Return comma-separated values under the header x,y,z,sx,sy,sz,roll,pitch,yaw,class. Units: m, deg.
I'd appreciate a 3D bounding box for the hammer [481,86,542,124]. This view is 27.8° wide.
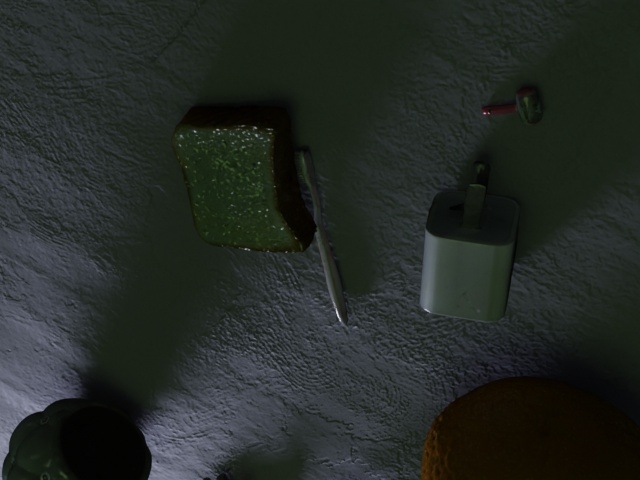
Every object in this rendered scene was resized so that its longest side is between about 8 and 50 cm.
x,y,z,sx,sy,sz,roll,pitch,yaw,class
0.254,-0.177,1.729,0.083,0.031,0.052,-2,120,30,hammer

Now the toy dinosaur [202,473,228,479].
x,y,z,sx,sy,sz,roll,pitch,yaw,class
-0.148,0.496,2.274,0.247,0.075,0.188,-28,119,23,toy dinosaur

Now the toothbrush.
x,y,z,sx,sy,sz,roll,pitch,yaw,class
0.000,0.000,1.920,0.029,0.025,0.307,1,123,25,toothbrush

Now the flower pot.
x,y,z,sx,sy,sz,roll,pitch,yaw,class
-0.410,0.385,2.170,0.246,0.246,0.195,41,131,-13,flower pot

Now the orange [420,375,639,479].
x,y,z,sx,sy,sz,roll,pitch,yaw,class
0.325,0.361,1.896,0.357,0.322,0.322,4,124,4,orange

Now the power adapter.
x,y,z,sx,sy,sz,roll,pitch,yaw,class
0.209,-0.009,1.789,0.125,0.130,0.205,9,126,10,power adapter

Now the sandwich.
x,y,z,sx,sy,sz,roll,pitch,yaw,class
-0.109,-0.088,1.853,0.186,0.065,0.215,5,124,24,sandwich
